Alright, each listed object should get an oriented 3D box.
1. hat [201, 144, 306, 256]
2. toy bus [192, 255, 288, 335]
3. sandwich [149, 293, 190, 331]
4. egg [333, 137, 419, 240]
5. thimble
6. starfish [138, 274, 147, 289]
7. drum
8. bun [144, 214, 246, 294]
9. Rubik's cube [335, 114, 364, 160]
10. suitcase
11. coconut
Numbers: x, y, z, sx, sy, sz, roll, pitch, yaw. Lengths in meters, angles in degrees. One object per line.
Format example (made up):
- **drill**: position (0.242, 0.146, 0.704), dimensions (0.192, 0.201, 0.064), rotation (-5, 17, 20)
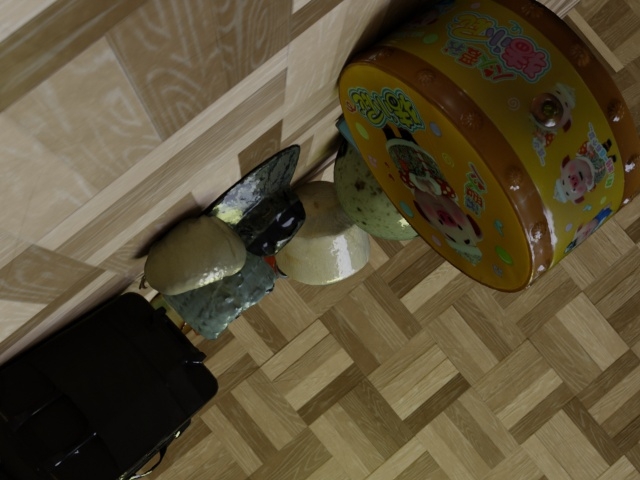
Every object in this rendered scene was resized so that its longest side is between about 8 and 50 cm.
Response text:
- **hat**: position (-0.099, -0.043, 1.562), dimensions (0.265, 0.128, 0.265), rotation (-41, 180, 0)
- **toy bus**: position (-0.224, 0.116, 2.378), dimensions (0.329, 0.153, 0.143), rotation (-36, 178, -39)
- **sandwich**: position (-0.329, 0.164, 2.108), dimensions (0.186, 0.108, 0.220), rotation (-37, 175, -42)
- **egg**: position (0.174, -0.143, 1.937), dimensions (0.287, 0.287, 0.379), rotation (-40, 175, 14)
- **thimble**: position (-0.209, 0.083, 1.786), dimensions (0.205, 0.172, 0.250), rotation (-44, -179, -9)
- **starfish**: position (-0.300, 0.064, 1.604), dimensions (0.078, 0.028, 0.091), rotation (-33, 179, -14)
- **drum**: position (0.233, -0.145, 1.267), dimensions (0.214, 0.431, 0.431), rotation (-38, 178, -11)
- **bun**: position (-0.203, 0.020, 1.406), dimensions (0.164, 0.111, 0.188), rotation (-20, -176, 17)
- **Rubik's cube**: position (0.193, -0.227, 1.634), dimensions (0.207, 0.205, 0.205), rotation (-39, 178, -45)
- **suitcase**: position (-0.381, 0.285, 1.471), dimensions (0.194, 0.283, 0.434), rotation (-45, 176, 38)
- **coconut**: position (0.000, 0.000, 2.130), dimensions (0.237, 0.237, 0.266), rotation (-38, 134, -27)
